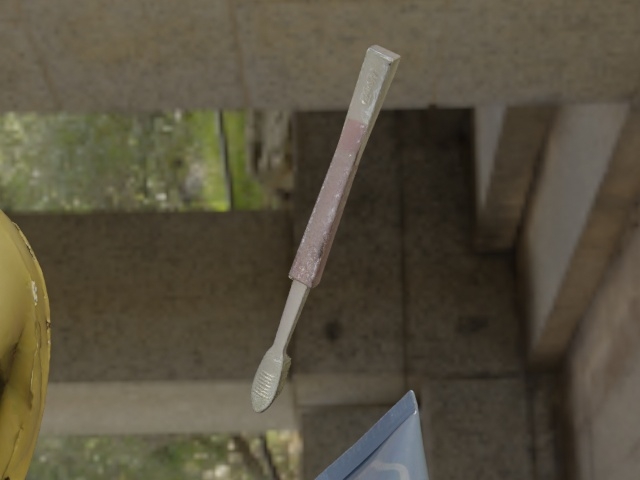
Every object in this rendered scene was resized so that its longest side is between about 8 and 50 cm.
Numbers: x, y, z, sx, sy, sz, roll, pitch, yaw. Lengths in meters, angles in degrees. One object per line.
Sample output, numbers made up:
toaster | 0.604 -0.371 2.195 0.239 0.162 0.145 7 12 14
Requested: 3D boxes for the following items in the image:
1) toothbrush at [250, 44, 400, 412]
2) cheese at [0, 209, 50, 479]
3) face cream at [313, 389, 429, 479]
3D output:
toothbrush | -0.001 0.000 0.642 0.017 0.014 0.194 -36 -31 -58
cheese | -0.299 0.112 0.875 0.128 0.260 0.315 96 165 -55
face cream | 0.051 0.270 0.987 0.135 0.086 0.385 -46 27 21
